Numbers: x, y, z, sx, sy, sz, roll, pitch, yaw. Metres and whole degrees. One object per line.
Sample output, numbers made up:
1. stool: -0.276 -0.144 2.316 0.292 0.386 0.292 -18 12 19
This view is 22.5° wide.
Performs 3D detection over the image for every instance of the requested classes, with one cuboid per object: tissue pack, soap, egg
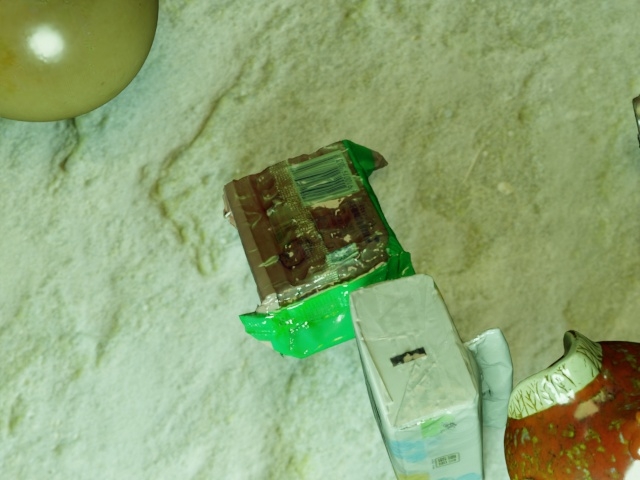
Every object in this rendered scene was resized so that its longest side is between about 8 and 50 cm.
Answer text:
1. tissue pack: 0.123 0.148 1.640 0.145 0.229 0.159 -17 60 -2
2. soap: -0.001 -0.002 1.764 0.218 0.098 0.273 -23 34 0
3. egg: -0.366 -0.302 1.916 0.374 0.301 0.301 30 69 22

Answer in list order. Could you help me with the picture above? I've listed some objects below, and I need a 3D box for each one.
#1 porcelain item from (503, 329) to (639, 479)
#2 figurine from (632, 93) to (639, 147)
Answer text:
1. porcelain item: 0.305 0.198 1.590 0.253 0.253 0.253 -3 61 6
2. figurine: 0.544 -0.133 1.762 0.412 0.241 0.306 -39 60 0
